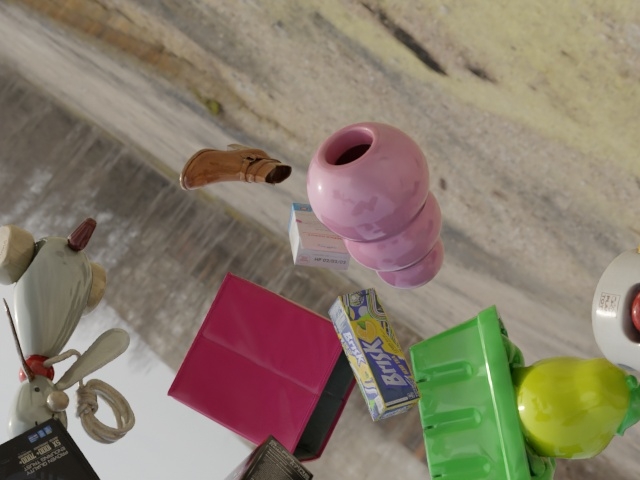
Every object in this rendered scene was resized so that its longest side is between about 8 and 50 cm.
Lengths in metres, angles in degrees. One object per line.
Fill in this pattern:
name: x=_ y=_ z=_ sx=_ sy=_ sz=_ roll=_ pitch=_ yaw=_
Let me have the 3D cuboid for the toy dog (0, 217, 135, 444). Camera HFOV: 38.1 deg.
toy dog: x=-0.335 y=0.097 z=1.211 sx=0.220 sy=0.161 sz=0.333 roll=8 pitch=-133 yaw=-51

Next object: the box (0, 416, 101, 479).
box: x=-0.328 y=0.300 z=0.994 sx=0.147 sy=0.180 sz=0.077 roll=51 pitch=137 yaw=16

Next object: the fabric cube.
fabric cube: x=-0.085 y=0.243 z=1.739 sx=0.258 sy=0.259 sz=0.254 roll=24 pitch=174 yaw=16

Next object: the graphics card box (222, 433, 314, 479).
graphics card box: x=-0.139 y=0.383 z=1.087 sx=0.094 sy=0.233 sz=0.371 roll=45 pitch=-170 yaw=1

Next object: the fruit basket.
fruit basket: x=0.356 y=0.294 z=1.557 sx=0.392 sy=0.392 sz=0.283 roll=34 pitch=175 yaw=24

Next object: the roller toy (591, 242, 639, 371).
roller toy: x=0.504 y=0.106 z=1.374 sx=0.146 sy=0.191 sz=0.209 roll=9 pitch=136 yaw=58

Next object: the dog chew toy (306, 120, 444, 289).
dog chew toy: x=0.113 y=-0.042 z=1.583 sx=0.207 sy=0.206 sz=0.331 roll=32 pitch=159 yaw=49

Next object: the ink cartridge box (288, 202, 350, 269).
ink cartridge box: x=0.000 y=0.000 z=1.745 sx=0.104 sy=0.061 sz=0.181 roll=6 pitch=-152 yaw=-10

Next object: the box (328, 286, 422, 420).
box: x=0.072 y=0.153 z=1.254 sx=0.054 sy=0.059 sz=0.168 roll=117 pitch=135 yaw=-57

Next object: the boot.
boot: x=-0.167 y=-0.136 z=1.847 sx=0.152 sy=0.197 sz=0.072 roll=24 pitch=130 yaw=33
